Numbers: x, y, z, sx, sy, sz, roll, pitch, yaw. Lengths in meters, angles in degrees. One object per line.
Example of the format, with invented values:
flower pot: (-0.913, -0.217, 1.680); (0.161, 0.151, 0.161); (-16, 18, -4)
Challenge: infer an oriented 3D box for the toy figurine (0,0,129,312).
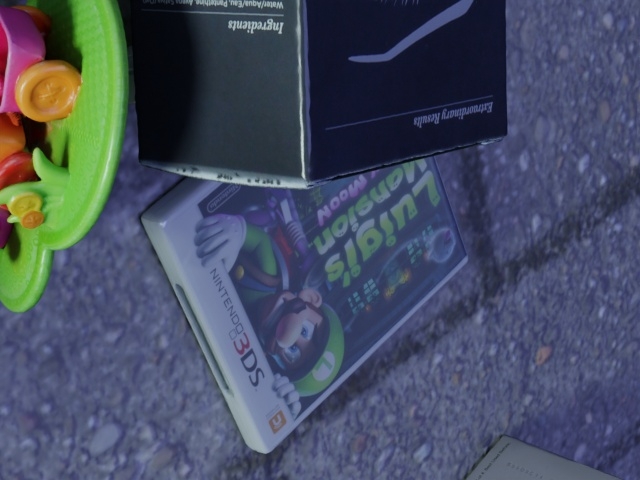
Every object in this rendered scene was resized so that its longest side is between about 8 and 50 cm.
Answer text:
toy figurine: (-0.187, -0.046, 0.692); (0.159, 0.130, 0.173); (2, 126, -31)

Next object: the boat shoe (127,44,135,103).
boat shoe: (-0.043, -0.115, 0.823); (0.184, 0.066, 0.063); (-24, 107, -36)

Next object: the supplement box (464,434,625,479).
supplement box: (0.188, 0.254, 1.121); (0.073, 0.130, 0.239); (-45, 129, -25)

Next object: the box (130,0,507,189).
box: (0.000, -0.138, 0.737); (0.153, 0.108, 0.207); (-14, 108, -48)

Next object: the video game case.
video game case: (0.000, 0.000, 0.930); (0.190, 0.022, 0.173); (-42, 129, -28)
